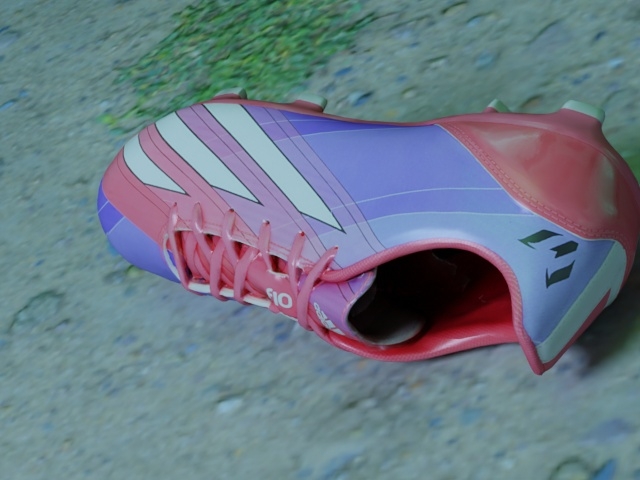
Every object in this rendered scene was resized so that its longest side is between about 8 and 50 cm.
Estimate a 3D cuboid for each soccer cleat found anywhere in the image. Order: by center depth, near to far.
[{"bbox_3d":[0.000,0.000,0.718,0.248,0.083,0.095,0,46,38],"label":"soccer cleat"}]
